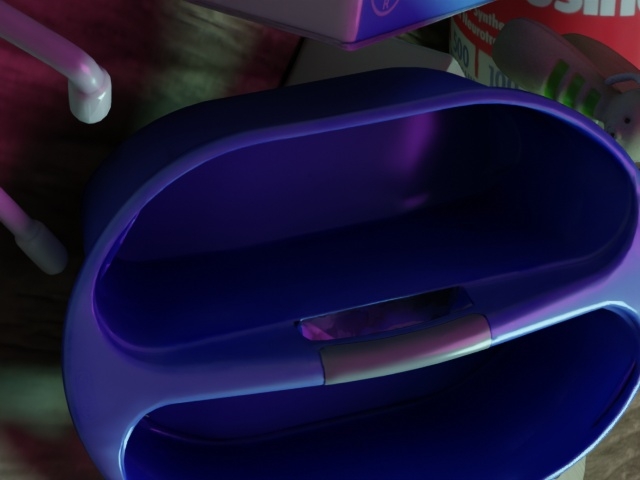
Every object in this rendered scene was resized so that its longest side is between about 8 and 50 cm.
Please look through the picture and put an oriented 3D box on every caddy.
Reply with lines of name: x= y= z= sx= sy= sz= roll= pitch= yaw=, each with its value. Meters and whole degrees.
caddy: x=0.022 y=0.036 z=1.000 sx=0.341 sy=0.179 sz=0.241 roll=-12 pitch=108 yaw=-13

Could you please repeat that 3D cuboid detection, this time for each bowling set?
bowling set: x=0.171 y=-0.054 z=1.169 sx=0.200 sy=0.154 sz=0.287 roll=-38 pitch=154 yaw=-34

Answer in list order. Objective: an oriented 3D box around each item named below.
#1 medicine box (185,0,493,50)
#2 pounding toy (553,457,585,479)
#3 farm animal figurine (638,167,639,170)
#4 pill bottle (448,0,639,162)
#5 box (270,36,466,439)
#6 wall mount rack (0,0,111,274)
medicine box: x=0.038 y=-0.282 z=1.028 sx=0.263 sy=0.149 sz=0.289 roll=-26 pitch=131 yaw=-57
pounding toy: x=0.125 y=0.153 z=1.523 sx=0.269 sy=0.155 sz=0.154 roll=49 pitch=46 yaw=-27
farm animal figurine: x=0.318 y=-0.219 z=1.576 sx=0.172 sy=0.330 sz=0.326 roll=10 pitch=68 yaw=-65
pill bottle: x=0.205 y=-0.276 z=1.280 sx=0.229 sy=0.229 sz=0.407 roll=-47 pitch=146 yaw=-41
box: x=0.000 y=0.000 z=1.196 sx=0.275 sy=0.113 sz=0.094 roll=-64 pitch=155 yaw=-11
wall mount rack: x=-0.201 y=0.032 z=0.802 sx=0.350 sy=0.130 sz=0.304 roll=-61 pitch=-174 yaw=-19
